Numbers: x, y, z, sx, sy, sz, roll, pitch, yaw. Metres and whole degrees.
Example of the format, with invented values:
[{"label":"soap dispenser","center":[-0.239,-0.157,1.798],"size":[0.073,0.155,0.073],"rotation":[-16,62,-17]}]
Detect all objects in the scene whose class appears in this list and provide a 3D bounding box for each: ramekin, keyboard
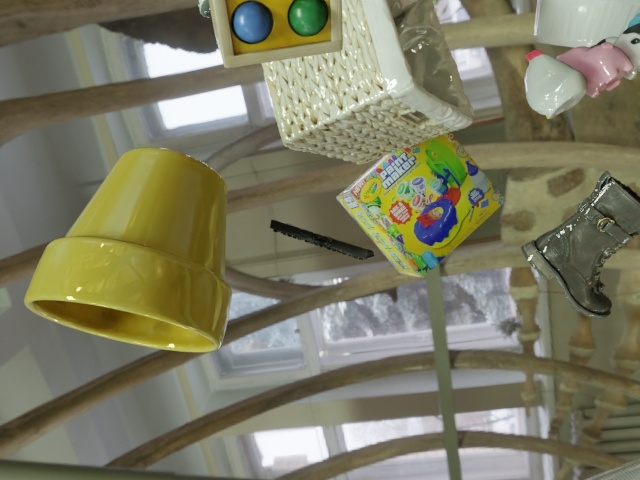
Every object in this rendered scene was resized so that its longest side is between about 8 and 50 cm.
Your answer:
[{"label":"ramekin","center":[0.631,-0.510,1.191],"size":[0.273,0.273,0.127],"rotation":[-76,-6,-66]},{"label":"keyboard","center":[0.000,0.000,0.894],"size":[0.108,0.180,0.023],"rotation":[13,-86,-74]}]

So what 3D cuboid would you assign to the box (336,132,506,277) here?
[{"label":"box","center":[0.248,-0.106,1.313],"size":[0.279,0.290,0.177],"rotation":[49,173,-6]}]

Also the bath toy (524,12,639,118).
[{"label":"bath toy","center":[0.528,-0.344,0.987],"size":[0.129,0.348,0.151],"rotation":[60,163,14]}]

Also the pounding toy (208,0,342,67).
[{"label":"pounding toy","center":[-0.088,-0.268,0.492],"size":[0.094,0.206,0.181],"rotation":[-112,14,-46]}]

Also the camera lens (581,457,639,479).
[{"label":"camera lens","center":[0.310,0.332,0.473],"size":[0.219,0.274,0.219],"rotation":[61,-172,-15]}]

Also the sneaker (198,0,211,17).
[{"label":"sneaker","center":[-0.179,-0.500,1.040],"size":[0.076,0.167,0.065],"rotation":[53,-147,-10]}]

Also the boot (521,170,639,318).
[{"label":"boot","center":[0.546,0.018,0.978],"size":[0.263,0.229,0.091],"rotation":[36,-150,-17]}]

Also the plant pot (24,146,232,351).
[{"label":"plant pot","center":[-0.238,0.011,0.724],"size":[0.254,0.254,0.238],"rotation":[62,-145,-63]}]

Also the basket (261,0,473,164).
[{"label":"basket","center":[0.080,-0.338,0.967],"size":[0.328,0.267,0.331],"rotation":[-1,-108,-57]}]
